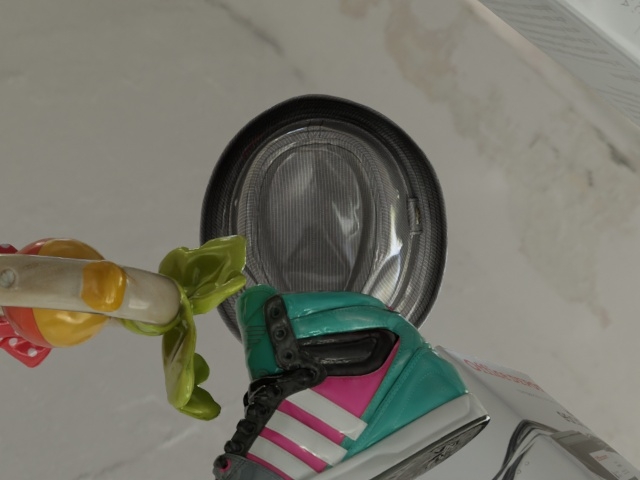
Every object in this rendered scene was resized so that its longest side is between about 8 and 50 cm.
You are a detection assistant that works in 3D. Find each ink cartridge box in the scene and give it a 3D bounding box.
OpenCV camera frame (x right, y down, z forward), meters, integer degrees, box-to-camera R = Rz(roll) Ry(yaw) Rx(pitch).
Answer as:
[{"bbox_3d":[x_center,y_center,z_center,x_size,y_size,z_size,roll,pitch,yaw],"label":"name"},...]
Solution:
[{"bbox_3d":[0.279,0.315,1.534,0.395,0.166,0.285,41,-170,33],"label":"ink cartridge box"}]

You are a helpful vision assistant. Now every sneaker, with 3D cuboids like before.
[{"bbox_3d":[-0.038,0.128,0.989,0.295,0.124,0.178,-23,-111,-21],"label":"sneaker"}]

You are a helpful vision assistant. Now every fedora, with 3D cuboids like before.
[{"bbox_3d":[0.000,0.000,1.241,0.243,0.276,0.124,5,-175,3],"label":"fedora"}]

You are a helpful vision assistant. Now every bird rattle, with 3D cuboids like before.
[{"bbox_3d":[-0.184,0.034,0.977,0.253,0.143,0.207,12,172,19],"label":"bird rattle"}]

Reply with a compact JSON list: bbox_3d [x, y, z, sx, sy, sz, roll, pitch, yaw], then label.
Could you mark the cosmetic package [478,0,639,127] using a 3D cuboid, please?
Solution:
[{"bbox_3d":[0.317,-0.120,0.914,0.453,0.161,0.230,36,-174,-13],"label":"cosmetic package"}]
